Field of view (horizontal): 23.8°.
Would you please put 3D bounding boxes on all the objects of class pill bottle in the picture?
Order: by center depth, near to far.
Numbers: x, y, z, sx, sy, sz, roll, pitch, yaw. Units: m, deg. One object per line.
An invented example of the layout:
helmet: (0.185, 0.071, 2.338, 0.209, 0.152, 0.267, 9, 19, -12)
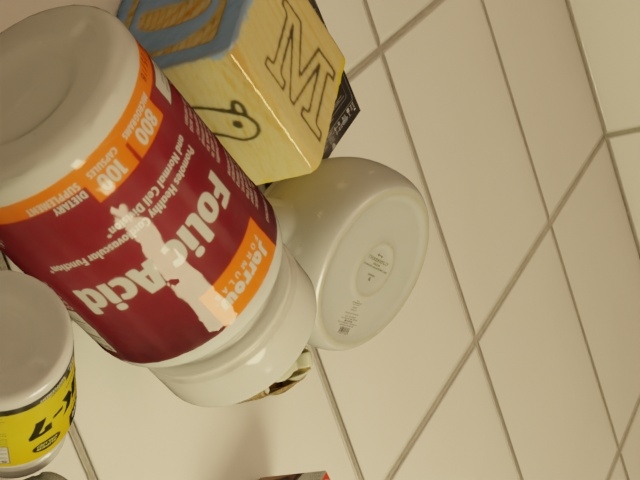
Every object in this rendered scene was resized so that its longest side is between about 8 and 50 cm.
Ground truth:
pill bottle: (-0.263, 0.119, 1.268, 0.208, 0.119, 0.119, 105, -10, -62)
pill bottle: (-0.175, -0.017, 1.460, 0.392, 0.224, 0.224, 51, 38, -42)

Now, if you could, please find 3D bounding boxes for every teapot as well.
teapot: (0.000, 0.000, 1.850, 0.252, 0.187, 0.256, -37, 138, -33)

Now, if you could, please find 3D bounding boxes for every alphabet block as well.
alphabet block: (-0.108, -0.189, 1.693, 0.197, 0.192, 0.193, 53, 39, -39)

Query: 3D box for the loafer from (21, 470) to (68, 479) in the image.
loafer: (-0.230, 0.363, 1.368, 0.111, 0.112, 0.319, -24, 107, -25)

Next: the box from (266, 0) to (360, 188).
box: (-0.036, -0.191, 1.973, 0.183, 0.056, 0.231, 66, 30, -23)

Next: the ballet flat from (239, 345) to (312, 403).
ballet flat: (-0.048, 0.152, 1.811, 0.206, 0.067, 0.073, -23, 102, -62)

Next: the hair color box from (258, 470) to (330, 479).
hair color box: (-0.050, 0.335, 1.714, 0.053, 0.093, 0.167, 67, 29, -23)
